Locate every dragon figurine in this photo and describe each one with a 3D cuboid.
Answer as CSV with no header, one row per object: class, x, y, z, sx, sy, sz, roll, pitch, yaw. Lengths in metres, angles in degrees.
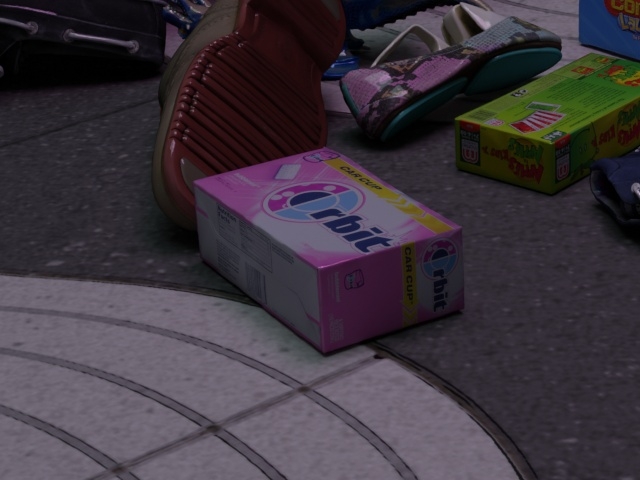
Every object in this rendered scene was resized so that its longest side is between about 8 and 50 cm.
dragon figurine,0.009,-0.197,1.639,0.289,0.144,0.085,18,24,0

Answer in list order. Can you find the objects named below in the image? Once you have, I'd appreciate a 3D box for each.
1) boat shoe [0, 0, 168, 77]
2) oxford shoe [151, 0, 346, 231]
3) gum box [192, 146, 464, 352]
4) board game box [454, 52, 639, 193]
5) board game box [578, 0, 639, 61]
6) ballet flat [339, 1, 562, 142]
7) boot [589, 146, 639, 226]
boat shoe,-0.290,-0.191,1.645,0.306,0.105,0.113,1,-6,-12
oxford shoe,-0.072,-0.099,1.451,0.130,0.123,0.348,-35,18,32
gum box,0.000,0.000,1.238,0.107,0.062,0.188,-16,28,-26
board game box,0.197,-0.094,1.440,0.092,0.043,0.181,19,33,39
board game box,0.440,-0.215,1.618,0.308,0.086,0.302,-20,30,-32
ballet flat,0.107,-0.150,1.521,0.221,0.077,0.079,-25,74,-33
boot,0.254,-0.022,1.262,0.086,0.069,0.190,-15,18,-8
